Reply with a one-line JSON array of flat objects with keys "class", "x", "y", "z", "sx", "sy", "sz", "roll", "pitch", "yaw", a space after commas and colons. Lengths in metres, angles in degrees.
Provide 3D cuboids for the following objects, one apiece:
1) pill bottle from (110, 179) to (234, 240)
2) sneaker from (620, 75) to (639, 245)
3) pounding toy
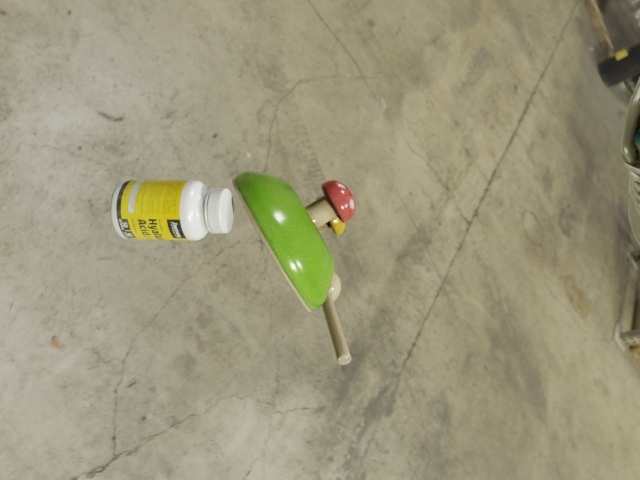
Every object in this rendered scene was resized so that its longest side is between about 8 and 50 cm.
[{"class": "pill bottle", "x": -0.154, "y": -0.032, "z": 0.570, "sx": 0.065, "sy": 0.116, "sz": 0.065, "roll": 0, "pitch": 90, "yaw": -81}, {"class": "sneaker", "x": 0.317, "y": -0.074, "z": 0.492, "sx": 0.092, "sy": 0.087, "sz": 0.229, "roll": -30, "pitch": 124, "yaw": -24}, {"class": "pounding toy", "x": 0.000, "y": 0.000, "z": 0.644, "sx": 0.237, "sy": 0.110, "sz": 0.183, "roll": 60, "pitch": -1, "yaw": -28}]
